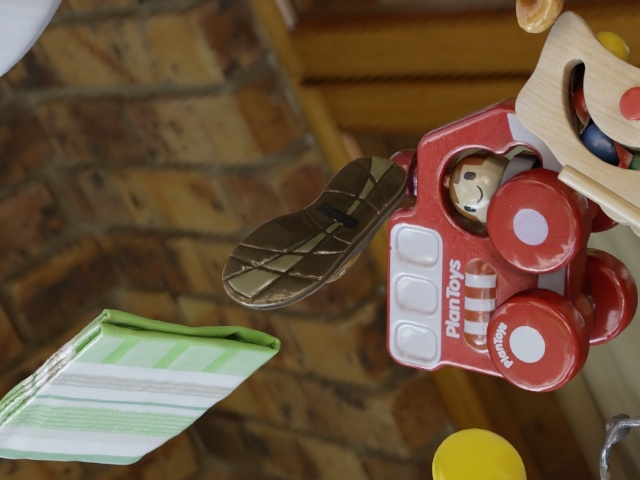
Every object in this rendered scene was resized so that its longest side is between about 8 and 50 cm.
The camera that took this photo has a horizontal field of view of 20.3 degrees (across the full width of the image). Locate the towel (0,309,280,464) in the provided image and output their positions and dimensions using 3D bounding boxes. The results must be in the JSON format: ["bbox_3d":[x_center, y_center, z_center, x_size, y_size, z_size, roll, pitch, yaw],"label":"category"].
[{"bbox_3d":[-0.107,0.078,0.946,0.113,0.023,0.152,9,146,-37],"label":"towel"}]

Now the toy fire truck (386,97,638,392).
[{"bbox_3d":[0.176,0.005,1.810,0.253,0.302,0.169,10,-157,29],"label":"toy fire truck"}]

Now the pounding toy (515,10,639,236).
[{"bbox_3d":[0.263,-0.093,1.414,0.154,0.155,0.269,-47,-125,12],"label":"pounding toy"}]

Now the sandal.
[{"bbox_3d":[0.000,0.000,1.704,0.090,0.060,0.219,31,-123,24],"label":"sandal"}]

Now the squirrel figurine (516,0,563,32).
[{"bbox_3d":[0.104,-0.341,1.506,0.397,0.281,0.370,-12,-126,-9],"label":"squirrel figurine"}]

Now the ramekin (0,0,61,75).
[{"bbox_3d":[-0.220,-0.181,0.849,0.273,0.273,0.127,-7,172,42],"label":"ramekin"}]

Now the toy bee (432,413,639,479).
[{"bbox_3d":[0.143,0.191,0.946,0.162,0.195,0.298,-3,172,-41],"label":"toy bee"}]
